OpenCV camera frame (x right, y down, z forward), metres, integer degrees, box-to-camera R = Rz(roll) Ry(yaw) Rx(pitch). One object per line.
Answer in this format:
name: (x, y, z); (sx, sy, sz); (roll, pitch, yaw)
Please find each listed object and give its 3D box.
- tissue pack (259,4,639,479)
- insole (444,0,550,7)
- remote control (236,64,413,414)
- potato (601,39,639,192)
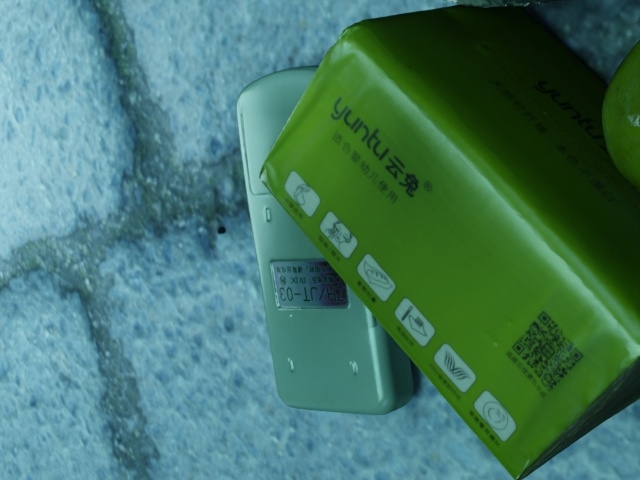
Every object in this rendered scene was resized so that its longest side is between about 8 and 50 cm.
tissue pack: (0.131, -0.015, 0.820); (0.275, 0.200, 0.167); (50, 130, 19)
insole: (0.216, -0.186, 0.770); (0.309, 0.110, 0.012); (3, 130, 37)
remote control: (0.000, 0.000, 1.037); (0.140, 0.056, 0.296); (-4, 98, 40)
potato: (0.283, -0.085, 0.676); (0.253, 0.186, 0.149); (-7, 118, 30)
